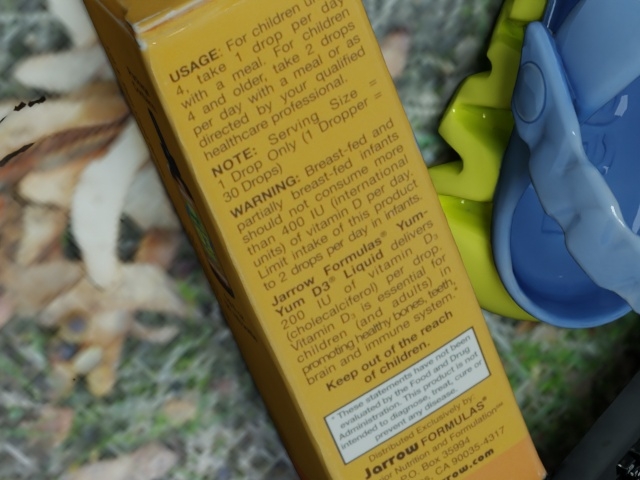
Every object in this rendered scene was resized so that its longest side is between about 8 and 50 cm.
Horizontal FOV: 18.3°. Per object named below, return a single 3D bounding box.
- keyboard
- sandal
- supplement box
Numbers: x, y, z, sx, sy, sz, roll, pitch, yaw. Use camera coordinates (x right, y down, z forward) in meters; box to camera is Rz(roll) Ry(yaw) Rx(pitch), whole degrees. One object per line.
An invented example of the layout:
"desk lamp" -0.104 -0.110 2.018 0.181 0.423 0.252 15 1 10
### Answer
"keyboard" 0.153 0.050 0.744 0.192 0.038 0.100 -47 146 -22
"sandal" 0.120 -0.101 0.650 0.126 0.138 0.317 -6 113 -21
"supplement box" 0.000 0.000 0.673 0.080 0.078 0.233 -31 123 -10
